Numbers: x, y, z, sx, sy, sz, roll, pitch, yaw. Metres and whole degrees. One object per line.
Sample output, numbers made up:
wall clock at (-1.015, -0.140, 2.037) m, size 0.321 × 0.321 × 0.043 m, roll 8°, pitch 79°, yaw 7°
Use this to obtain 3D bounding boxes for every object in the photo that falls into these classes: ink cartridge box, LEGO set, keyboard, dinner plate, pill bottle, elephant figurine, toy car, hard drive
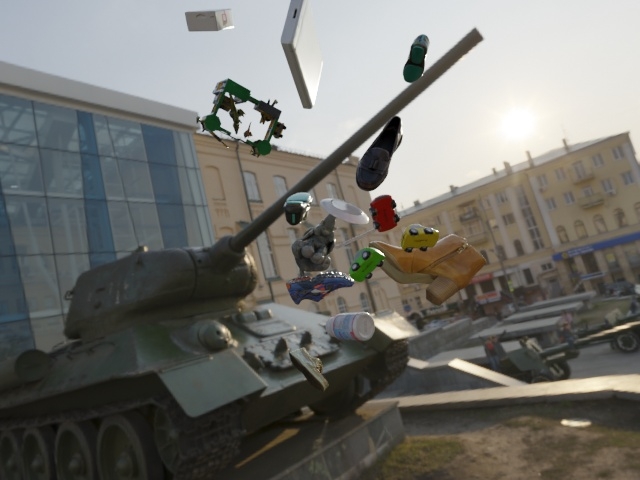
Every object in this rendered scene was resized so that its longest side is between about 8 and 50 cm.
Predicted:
ink cartridge box at (-0.308, -0.616, 1.209) m, size 0.089 × 0.052 × 0.122 m, roll 4°, pitch 30°, yaw 11°
LEGO set at (-0.320, -0.480, 1.707) m, size 0.331 × 0.254 × 0.192 m, roll 12°, pitch 6°, yaw -30°
keyboard at (0.167, -0.027, 1.557) m, size 0.256 × 0.014 × 0.072 m, roll -25°, pitch 3°, yaw 26°
dinner plate at (0.067, -0.083, 1.159) m, size 0.141 × 0.141 × 0.017 m, roll -4°, pitch -57°, yaw -46°
pill bottle at (0.090, 0.275, 1.380) m, size 0.087 × 0.087 × 0.160 m, roll -7°, pitch -6°, yaw -37°
elephant figurine at (0.000, 0.000, 1.685) m, size 0.186 × 0.239 × 0.169 m, roll -3°, pitch -45°, yaw 36°
toy car at (0.149, 0.008, 1.068) m, size 0.239 × 0.053 × 0.225 m, roll 30°, pitch -69°, yaw -34°
hard drive at (-0.056, -0.664, 1.526) m, size 0.047 × 0.232 × 0.353 m, roll 8°, pitch -15°, yaw 11°

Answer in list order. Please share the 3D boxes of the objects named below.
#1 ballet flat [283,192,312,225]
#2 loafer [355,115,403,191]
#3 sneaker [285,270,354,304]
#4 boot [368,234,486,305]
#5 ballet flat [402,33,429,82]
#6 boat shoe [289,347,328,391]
ballet flat at (-0.088, -0.112, 1.584) m, size 0.095 × 0.096 × 0.280 m, roll 2°, pitch 14°, yaw 7°
loafer at (0.200, -0.300, 1.454) m, size 0.109 × 0.302 × 0.095 m, roll 22°, pitch -30°, yaw 13°
sneaker at (0.002, 0.155, 1.413) m, size 0.221 × 0.087 × 0.083 m, roll -9°, pitch 11°, yaw 4°
boot at (0.310, 0.044, 1.270) m, size 0.211 × 0.295 × 0.104 m, roll -39°, pitch -33°, yaw -21°
ballet flat at (0.304, -0.572, 1.361) m, size 0.070 × 0.070 × 0.188 m, roll -14°, pitch -12°, yaw -5°
boat shoe at (-0.020, 0.281, 0.965) m, size 0.045 × 0.050 × 0.135 m, roll -26°, pitch 36°, yaw -25°
